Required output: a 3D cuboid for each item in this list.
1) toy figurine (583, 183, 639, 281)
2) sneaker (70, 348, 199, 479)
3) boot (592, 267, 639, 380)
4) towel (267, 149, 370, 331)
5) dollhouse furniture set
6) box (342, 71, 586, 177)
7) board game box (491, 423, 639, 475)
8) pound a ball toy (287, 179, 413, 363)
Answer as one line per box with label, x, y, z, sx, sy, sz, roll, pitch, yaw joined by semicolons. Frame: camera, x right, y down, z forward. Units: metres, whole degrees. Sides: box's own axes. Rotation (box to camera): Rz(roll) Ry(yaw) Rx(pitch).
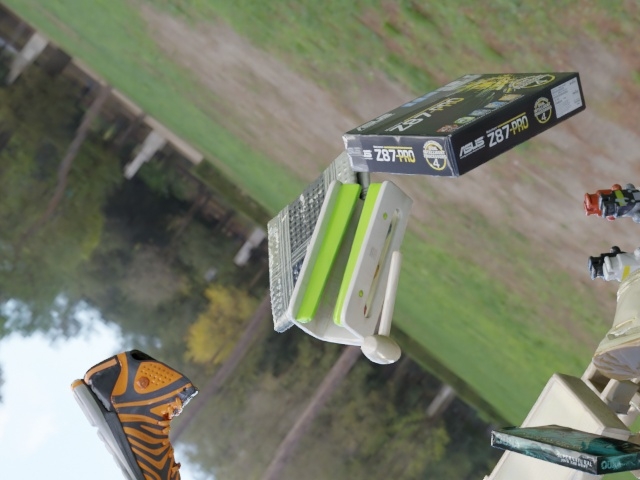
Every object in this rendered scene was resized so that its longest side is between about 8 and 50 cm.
toy figurine;0.638;-0.014;2.288;0.148;0.213;0.209;-4;179;0
sneaker;-0.259;0.323;1.844;0.321;0.180;0.124;58;167;-3
boot;0.569;0.110;1.760;0.262;0.203;0.095;-24;115;43
towel;0.000;0.000;2.375;0.056;0.312;0.324;25;-140;-30
dollhouse furniture set;0.541;0.417;2.019;0.394;0.256;0.362;15;-158;-33
box;0.295;-0.243;2.278;0.318;0.395;0.097;7;119;53
board game box;0.337;0.275;1.479;0.126;0.026;0.186;2;-178;-35
pound a ball toy;0.088;0.062;1.908;0.208;0.319;0.136;3;156;37
